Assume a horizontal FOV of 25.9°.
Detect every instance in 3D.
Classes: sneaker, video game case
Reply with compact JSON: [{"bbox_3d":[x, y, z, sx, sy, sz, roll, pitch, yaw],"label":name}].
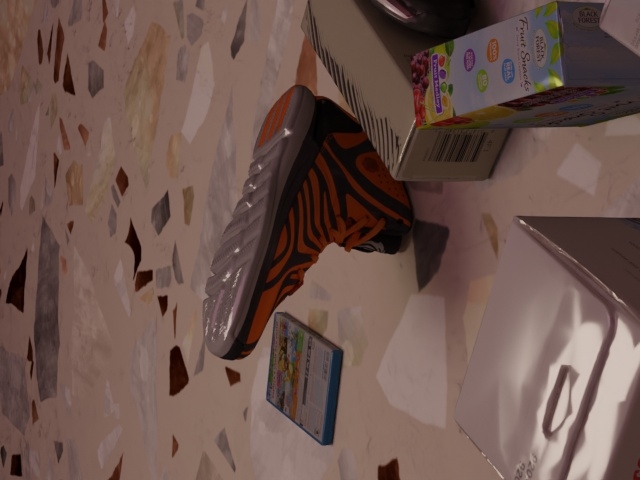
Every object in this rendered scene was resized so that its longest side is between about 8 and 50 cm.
[{"bbox_3d":[0.095,-0.337,1.389,0.162,0.106,0.281,-64,36,35],"label":"sneaker"},{"bbox_3d":[-0.023,0.167,1.709,0.166,0.015,0.119,28,115,60],"label":"video game case"},{"bbox_3d":[0.000,0.000,1.457,0.124,0.180,0.321,-28,39,59],"label":"sneaker"}]

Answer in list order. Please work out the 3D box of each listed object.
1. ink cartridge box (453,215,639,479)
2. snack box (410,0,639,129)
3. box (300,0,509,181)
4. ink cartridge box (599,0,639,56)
[{"bbox_3d":[0.243,0.091,0.946,0.168,0.232,0.171,47,130,53],"label":"ink cartridge box"},{"bbox_3d":[0.198,-0.135,1.102,0.207,0.174,0.070,-7,87,62],"label":"snack box"},{"bbox_3d":[0.082,-0.177,1.403,0.275,0.113,0.094,-117,36,-44],"label":"box"},{"bbox_3d":[0.314,-0.103,0.858,0.232,0.189,0.066,57,139,46],"label":"ink cartridge box"}]
